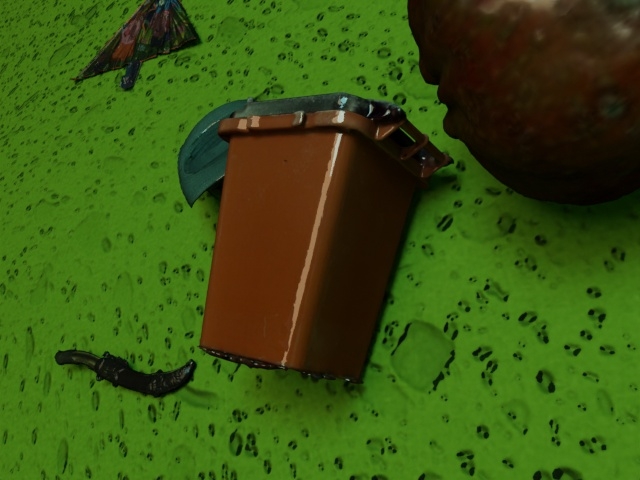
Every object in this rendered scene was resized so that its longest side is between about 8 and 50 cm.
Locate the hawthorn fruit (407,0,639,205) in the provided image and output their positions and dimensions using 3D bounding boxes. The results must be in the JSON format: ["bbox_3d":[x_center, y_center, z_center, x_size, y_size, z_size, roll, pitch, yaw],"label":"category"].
[{"bbox_3d":[0.193,-0.154,0.420,0.262,0.258,0.258,-11,57,-3],"label":"hawthorn fruit"}]

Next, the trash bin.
[{"bbox_3d":[0.000,0.000,0.531,0.185,0.161,0.238,2,76,36],"label":"trash bin"}]

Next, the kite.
[{"bbox_3d":[-0.301,-0.349,0.999,0.321,0.016,0.233,-2,66,34],"label":"kite"}]

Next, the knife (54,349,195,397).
[{"bbox_3d":[-0.234,0.152,0.691,0.222,0.021,0.045,-2,67,29],"label":"knife"}]

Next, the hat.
[{"bbox_3d":[-0.102,-0.089,0.695,0.138,0.078,0.191,-29,34,9],"label":"hat"}]
